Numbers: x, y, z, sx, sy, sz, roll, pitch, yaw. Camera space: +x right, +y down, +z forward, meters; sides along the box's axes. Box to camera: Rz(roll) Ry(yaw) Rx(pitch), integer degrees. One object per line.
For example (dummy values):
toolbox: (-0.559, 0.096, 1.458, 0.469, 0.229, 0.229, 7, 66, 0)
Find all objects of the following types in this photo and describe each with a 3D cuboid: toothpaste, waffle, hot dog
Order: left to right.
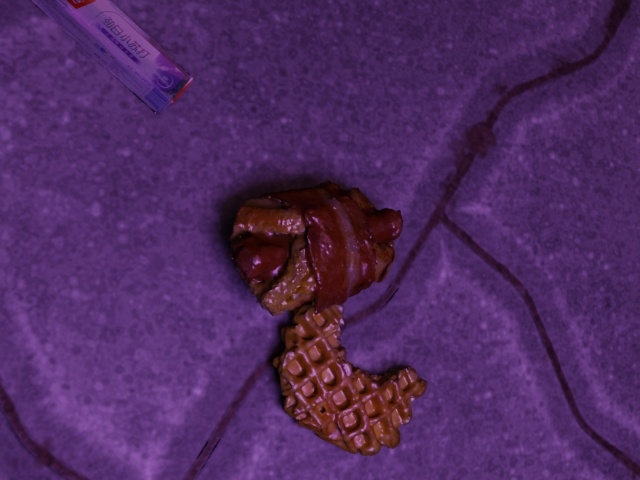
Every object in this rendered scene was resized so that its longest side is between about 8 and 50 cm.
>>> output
toothpaste: (-0.223, -0.216, 1.019, 0.196, 0.040, 0.047, 42, 64, -16)
hot dog: (0.000, 0.000, 1.062, 0.213, 0.103, 0.146, -21, 71, -31)
waffle: (0.033, 0.154, 1.099, 0.194, 0.051, 0.149, 32, 72, -20)
